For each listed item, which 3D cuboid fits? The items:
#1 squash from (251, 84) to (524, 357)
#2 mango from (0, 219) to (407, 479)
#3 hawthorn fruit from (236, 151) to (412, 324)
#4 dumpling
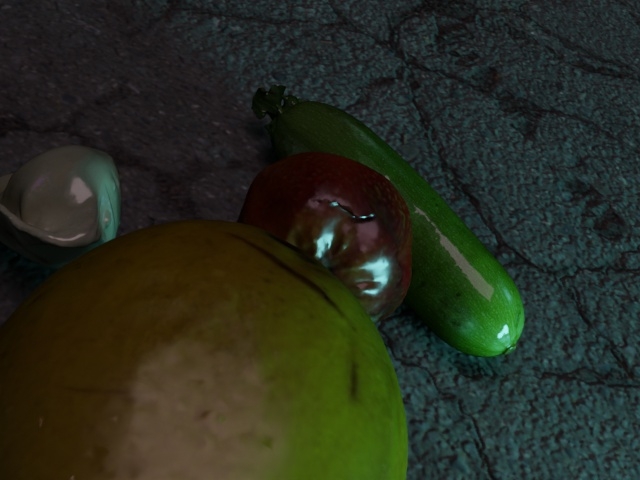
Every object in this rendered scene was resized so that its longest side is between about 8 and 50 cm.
[{"bbox_3d":[0.058,-0.032,1.109,0.101,0.101,0.378,-19,54,-38],"label":"squash"},{"bbox_3d":[-0.100,0.171,0.726,0.301,0.220,0.445,25,44,-1],"label":"mango"},{"bbox_3d":[0.000,0.009,0.996,0.173,0.179,0.173,1,84,-10],"label":"hawthorn fruit"},{"bbox_3d":[-0.238,-0.030,0.972,0.134,0.100,0.169,1,41,-4],"label":"dumpling"}]
